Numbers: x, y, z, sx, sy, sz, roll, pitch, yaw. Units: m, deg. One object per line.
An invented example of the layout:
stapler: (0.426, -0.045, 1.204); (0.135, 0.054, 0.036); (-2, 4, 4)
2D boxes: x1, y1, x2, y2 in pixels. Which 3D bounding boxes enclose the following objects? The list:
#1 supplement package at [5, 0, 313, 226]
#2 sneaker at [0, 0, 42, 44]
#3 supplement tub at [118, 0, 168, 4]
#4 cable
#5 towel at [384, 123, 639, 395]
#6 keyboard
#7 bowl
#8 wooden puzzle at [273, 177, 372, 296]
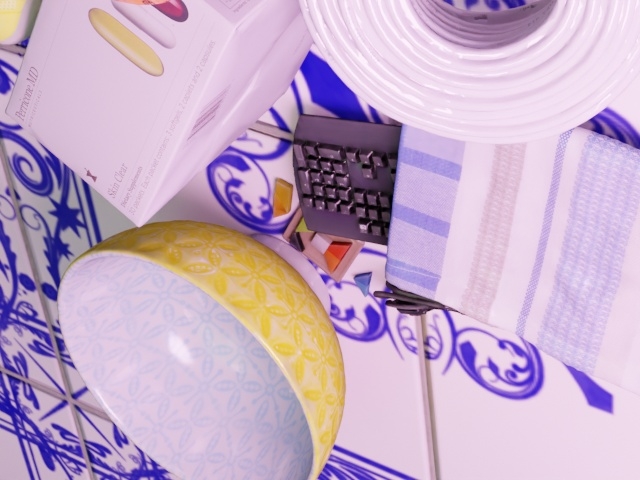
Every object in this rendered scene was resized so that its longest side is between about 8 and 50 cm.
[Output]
supplement package: (-0.096, -0.175, 1.292); (0.145, 0.204, 0.262); (40, 143, 6)
sneaker: (-0.319, -0.299, 1.225); (0.145, 0.147, 0.385); (-3, 124, 43)
supplement tub: (-0.066, -0.304, 1.022); (0.193, 0.316, 0.193); (24, 155, 12)
cable: (0.111, -0.184, 1.120); (0.257, 0.089, 0.257); (30, 124, -11)
towel: (0.176, 0.003, 1.304); (0.285, 0.034, 0.209); (26, 132, 23)
keyboard: (0.118, 0.001, 1.396); (0.317, 0.033, 0.201); (11, 132, 34)
bowl: (-0.080, 0.084, 1.564); (0.289, 0.156, 0.289); (25, 138, 24)
wooden puzzle: (0.000, 0.000, 1.528); (0.116, 0.014, 0.078); (35, 142, 12)
